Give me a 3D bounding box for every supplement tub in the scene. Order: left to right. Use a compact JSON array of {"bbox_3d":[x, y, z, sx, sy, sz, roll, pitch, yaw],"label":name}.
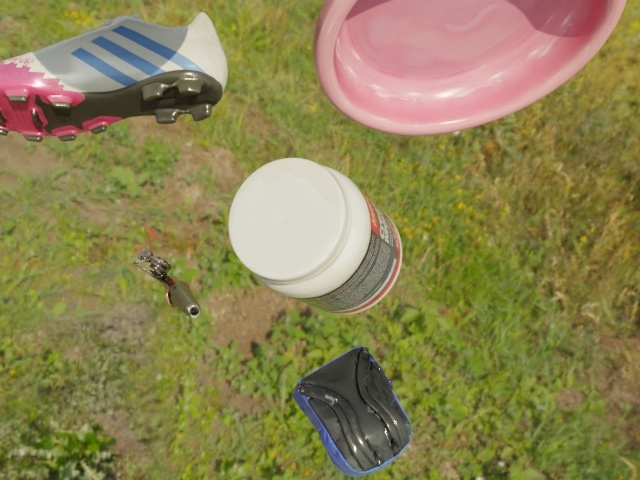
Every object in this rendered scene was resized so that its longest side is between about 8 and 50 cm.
[{"bbox_3d":[0.000,0.000,1.119,0.191,0.191,0.272,36,1,24],"label":"supplement tub"}]

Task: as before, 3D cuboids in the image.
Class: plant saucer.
[{"bbox_3d":[0.150,-0.241,0.810,0.332,0.332,0.084,2,60,-26],"label":"plant saucer"}]

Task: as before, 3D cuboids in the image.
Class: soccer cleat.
[{"bbox_3d":[-0.280,-0.212,0.952,0.332,0.116,0.143,-4,65,1],"label":"soccer cleat"}]

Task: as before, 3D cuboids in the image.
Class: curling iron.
[{"bbox_3d":[-0.199,0.063,1.002,0.068,0.035,0.274,39,-4,-25],"label":"curling iron"}]

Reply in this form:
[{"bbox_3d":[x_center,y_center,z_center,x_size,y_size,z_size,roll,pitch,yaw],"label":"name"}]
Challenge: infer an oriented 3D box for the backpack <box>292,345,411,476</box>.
[{"bbox_3d":[0.040,0.191,0.823,0.098,0.101,0.120,-30,71,-16],"label":"backpack"}]
